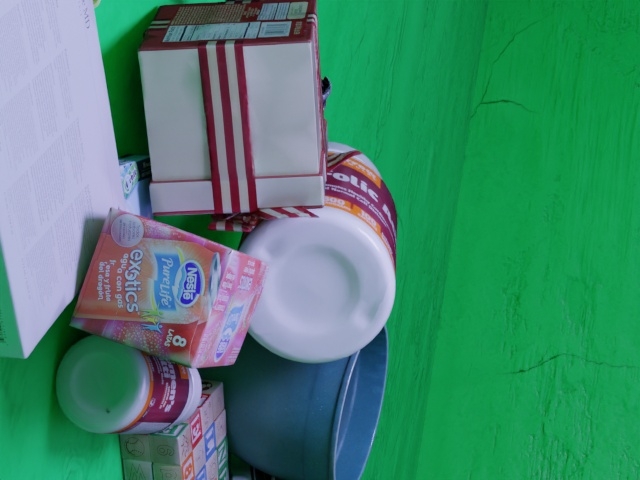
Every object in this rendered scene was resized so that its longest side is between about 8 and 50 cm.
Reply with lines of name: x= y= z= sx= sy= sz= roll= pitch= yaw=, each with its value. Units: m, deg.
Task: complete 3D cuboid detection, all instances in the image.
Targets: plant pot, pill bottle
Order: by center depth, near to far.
pill bottle: x=-0.233 y=0.183 z=1.885 sx=0.221 sy=0.121 sz=0.121 roll=24 pitch=71 yaw=-72
pill bottle: x=0.000 y=0.000 z=2.162 sx=0.392 sy=0.224 sz=0.224 roll=-82 pitch=170 yaw=-70
plant pot: x=-0.058 y=0.227 z=2.231 sx=0.271 sy=0.255 sz=0.272 roll=10 pitch=90 yaw=-76

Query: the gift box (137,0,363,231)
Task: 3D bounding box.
gift box: x=-0.088 y=-0.160 z=1.958 sx=0.255 sy=0.276 sz=0.258 roll=-74 pitch=163 yaw=-65

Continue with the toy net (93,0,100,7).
toy net: x=-0.275 y=-0.389 z=1.744 sx=0.122 sy=0.045 sz=0.232 roll=-38 pitch=130 yaw=-68

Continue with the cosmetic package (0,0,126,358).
cosmetic package: x=-0.318 y=-0.111 z=1.575 sx=0.284 sy=0.097 sz=0.377 roll=-57 pitch=147 yaw=-55

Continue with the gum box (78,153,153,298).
gum box: x=-0.257 y=-0.008 z=1.899 sx=0.157 sy=0.041 sz=0.184 roll=-31 pitch=122 yaw=-71

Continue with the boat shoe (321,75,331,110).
boat shoe: x=-0.013 y=-0.230 z=2.309 sx=0.183 sy=0.065 sz=0.083 roll=-90 pitch=-159 yaw=-58

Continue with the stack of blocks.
stack of blocks: x=-0.196 y=0.363 z=2.111 sx=0.171 sy=0.087 sz=0.297 roll=-51 pitch=142 yaw=-63

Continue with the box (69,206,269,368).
box: x=-0.169 y=0.061 z=1.772 sx=0.300 sy=0.154 sz=0.142 roll=36 pitch=73 yaw=-84

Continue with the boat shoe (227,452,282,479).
boat shoe: x=-0.083 y=0.387 z=2.264 sx=0.335 sy=0.119 sz=0.121 roll=-100 pitch=-163 yaw=-70
